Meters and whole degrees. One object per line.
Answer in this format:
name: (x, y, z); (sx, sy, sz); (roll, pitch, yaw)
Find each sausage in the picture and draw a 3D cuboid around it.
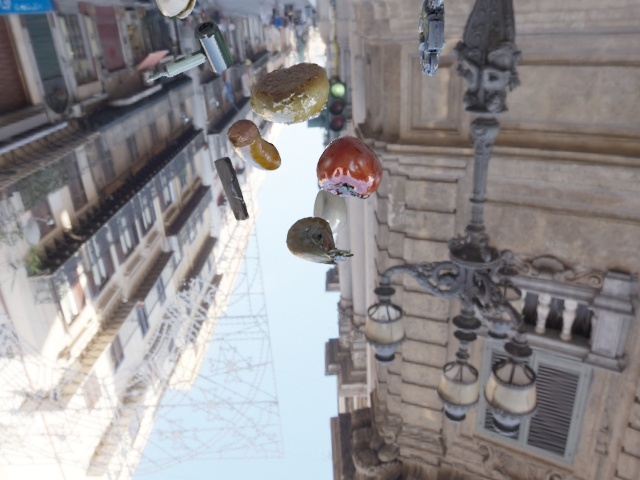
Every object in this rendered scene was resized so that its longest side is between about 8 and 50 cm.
sausage: (-0.193, -0.275, 1.541); (0.109, 0.109, 0.270); (4, 173, 16)

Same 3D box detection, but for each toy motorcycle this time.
toy motorcycle: (0.256, -0.484, 1.176); (0.061, 0.193, 0.124); (-1, -153, 1)

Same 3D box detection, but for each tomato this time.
tomato: (0.079, -0.193, 1.334); (0.187, 0.151, 0.187); (18, 166, 5)

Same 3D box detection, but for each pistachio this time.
pistachio: (-0.524, -0.996, 1.889); (0.214, 0.318, 0.193); (27, -148, 22)

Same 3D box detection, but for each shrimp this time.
shrimp: (0.000, 0.000, 1.821); (0.317, 0.168, 0.077); (14, 171, 37)

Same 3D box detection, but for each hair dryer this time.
hair dryer: (-0.299, -0.399, 1.124); (0.197, 0.100, 0.057); (-26, -126, 0)

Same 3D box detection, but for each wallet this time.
wallet: (-0.416, -0.237, 2.380); (0.042, 0.309, 0.165); (-24, -166, -25)

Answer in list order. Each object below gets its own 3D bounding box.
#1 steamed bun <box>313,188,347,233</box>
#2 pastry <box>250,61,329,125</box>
steamed bun: (0.045, -0.120, 2.101); (0.130, 0.177, 0.228); (8, -149, -11)
pastry: (-0.112, -0.555, 1.985); (0.315, 0.184, 0.284); (-16, -136, 5)
